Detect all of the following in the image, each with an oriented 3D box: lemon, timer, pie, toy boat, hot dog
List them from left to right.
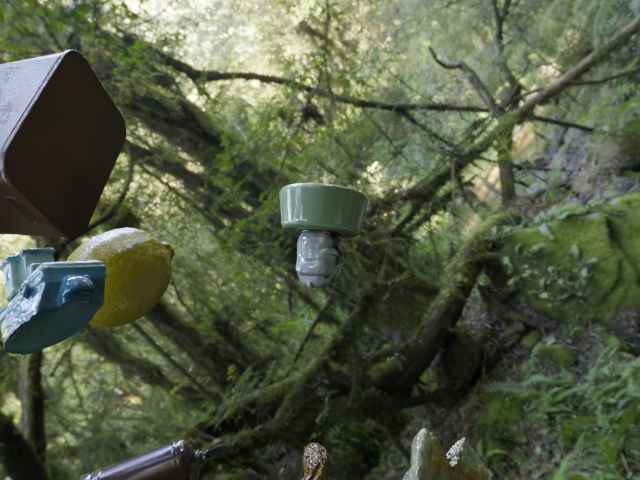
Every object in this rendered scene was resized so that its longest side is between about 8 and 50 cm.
[{"bbox_3d":[-0.325,0.062,0.615,0.088,0.102,0.215,0,-28,-45],"label":"toy boat"},{"bbox_3d":[-0.527,0.092,1.379,0.320,0.245,0.245,-35,-10,-37],"label":"lemon"},{"bbox_3d":[-0.011,0.488,1.112,0.147,0.065,0.099,88,-168,-58],"label":"hot dog"},{"bbox_3d":[0.000,0.000,1.684,0.291,0.291,0.315,136,139,-78],"label":"timer"},{"bbox_3d":[0.314,0.629,1.283,0.075,0.337,0.337,-25,24,44],"label":"pie"}]

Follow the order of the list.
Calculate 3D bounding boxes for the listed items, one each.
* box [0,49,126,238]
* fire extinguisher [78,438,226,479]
[{"bbox_3d":[-0.595,-0.190,1.072,0.239,0.229,0.339,69,-155,-53],"label":"box"},{"bbox_3d":[-0.409,0.576,1.295,0.337,0.114,0.135,-19,-15,-4],"label":"fire extinguisher"}]
